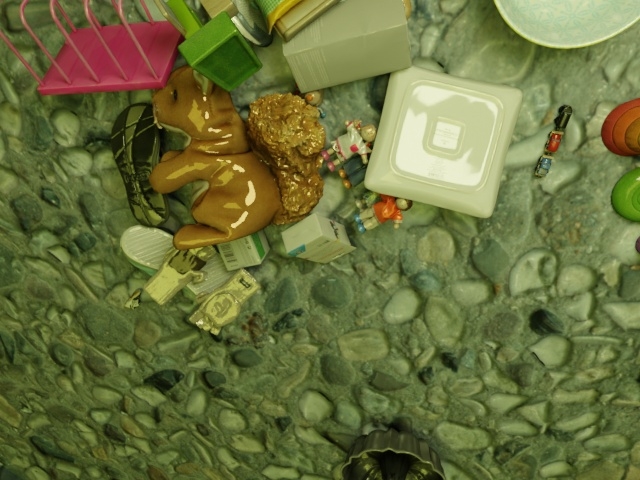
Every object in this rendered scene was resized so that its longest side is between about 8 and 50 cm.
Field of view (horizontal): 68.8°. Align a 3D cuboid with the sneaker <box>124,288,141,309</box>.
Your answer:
[{"bbox_3d":[-0.555,0.178,1.409,0.037,0.032,0.083,35,124,-21],"label":"sneaker"}]

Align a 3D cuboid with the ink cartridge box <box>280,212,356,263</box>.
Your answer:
[{"bbox_3d":[0.000,0.000,1.144,0.104,0.181,0.062,-28,66,23],"label":"ink cartridge box"}]

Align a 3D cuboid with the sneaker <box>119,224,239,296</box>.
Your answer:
[{"bbox_3d":[-0.366,0.072,1.280,0.366,0.135,0.150,34,161,-18],"label":"sneaker"}]

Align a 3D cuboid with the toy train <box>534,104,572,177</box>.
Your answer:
[{"bbox_3d":[0.489,-0.203,0.980,0.027,0.036,0.158,13,118,6],"label":"toy train"}]

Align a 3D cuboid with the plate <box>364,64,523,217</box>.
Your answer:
[{"bbox_3d":[0.254,-0.209,0.957,0.277,0.045,0.278,14,92,2],"label":"plate"}]

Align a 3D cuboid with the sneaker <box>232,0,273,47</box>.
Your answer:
[{"bbox_3d":[-0.164,-0.529,0.927,0.122,0.110,0.283,-26,108,19],"label":"sneaker"}]

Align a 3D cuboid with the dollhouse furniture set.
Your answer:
[{"bbox_3d":[-0.123,-0.438,0.803,0.301,0.151,0.198,-34,83,9],"label":"dollhouse furniture set"}]

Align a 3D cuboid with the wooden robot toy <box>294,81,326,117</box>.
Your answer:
[{"bbox_3d":[-0.026,-0.309,1.019,0.076,0.079,0.173,12,117,6],"label":"wooden robot toy"}]

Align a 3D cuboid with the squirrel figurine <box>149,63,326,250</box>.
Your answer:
[{"bbox_3d":[-0.179,-0.207,1.033,0.396,0.281,0.371,-9,103,6],"label":"squirrel figurine"}]

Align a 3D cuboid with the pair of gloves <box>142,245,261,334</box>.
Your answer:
[{"bbox_3d":[-0.299,0.112,1.186,0.240,0.042,0.204,38,98,-12],"label":"pair of gloves"}]

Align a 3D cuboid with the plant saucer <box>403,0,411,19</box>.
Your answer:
[{"bbox_3d":[0.140,-0.466,0.940,0.083,0.015,0.083,5,117,10],"label":"plant saucer"}]

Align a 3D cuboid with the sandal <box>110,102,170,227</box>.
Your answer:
[{"bbox_3d":[-0.436,-0.184,1.161,0.120,0.086,0.303,-1,104,7],"label":"sandal"}]

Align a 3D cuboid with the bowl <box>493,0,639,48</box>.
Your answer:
[{"bbox_3d":[0.426,-0.484,0.788,0.289,0.156,0.290,5,117,11],"label":"bowl"}]

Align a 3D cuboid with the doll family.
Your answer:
[{"bbox_3d":[0.131,-0.153,1.059,0.163,0.118,0.263,-28,89,30],"label":"doll family"}]

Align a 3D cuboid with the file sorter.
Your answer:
[{"bbox_3d":[-0.458,-0.439,0.945,0.290,0.202,0.182,1,149,12],"label":"file sorter"}]

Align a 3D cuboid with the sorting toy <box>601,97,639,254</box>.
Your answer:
[{"bbox_3d":[0.674,-0.097,0.942,0.127,0.126,0.366,-16,111,19],"label":"sorting toy"}]

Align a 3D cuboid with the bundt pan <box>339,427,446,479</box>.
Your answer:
[{"bbox_3d":[0.227,0.711,1.442,0.330,0.124,0.331,5,116,10],"label":"bundt pan"}]

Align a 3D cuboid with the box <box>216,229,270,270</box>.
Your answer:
[{"bbox_3d":[-0.201,0.008,1.210,0.102,0.087,0.101,-12,113,17],"label":"box"}]

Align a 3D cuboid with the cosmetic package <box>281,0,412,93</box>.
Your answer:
[{"bbox_3d":[0.053,-0.385,0.913,0.237,0.127,0.107,-12,68,9],"label":"cosmetic package"}]
